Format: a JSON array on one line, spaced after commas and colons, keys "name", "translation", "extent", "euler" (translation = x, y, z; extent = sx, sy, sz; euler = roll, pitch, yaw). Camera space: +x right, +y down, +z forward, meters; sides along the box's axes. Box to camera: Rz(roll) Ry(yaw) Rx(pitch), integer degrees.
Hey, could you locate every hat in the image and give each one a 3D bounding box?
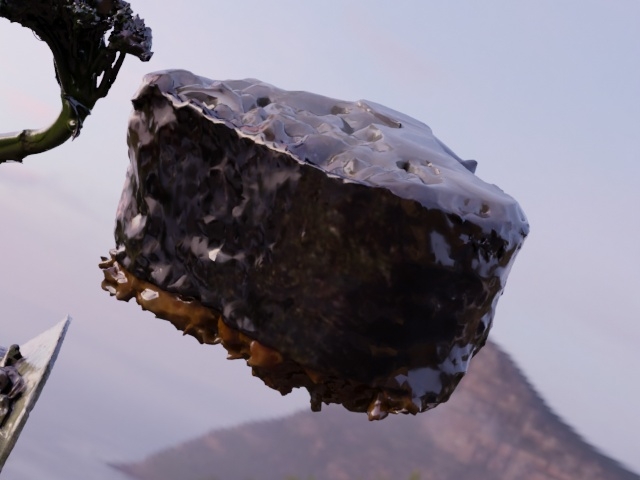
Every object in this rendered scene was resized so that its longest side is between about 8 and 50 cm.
[{"name": "hat", "translation": [-0.328, 0.155, 1.317], "extent": [0.130, 0.257, 0.257], "euler": [26, -8, -10]}]

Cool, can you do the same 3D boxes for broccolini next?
[{"name": "broccolini", "translation": [-0.212, -0.115, 1.058], "extent": [0.123, 0.062, 0.271], "euler": [43, -33, -9]}]

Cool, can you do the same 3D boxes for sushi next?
[{"name": "sushi", "translation": [0.000, 0.000, 1.124], "extent": [0.234, 0.208, 0.348], "euler": [6, 16, -42]}]
